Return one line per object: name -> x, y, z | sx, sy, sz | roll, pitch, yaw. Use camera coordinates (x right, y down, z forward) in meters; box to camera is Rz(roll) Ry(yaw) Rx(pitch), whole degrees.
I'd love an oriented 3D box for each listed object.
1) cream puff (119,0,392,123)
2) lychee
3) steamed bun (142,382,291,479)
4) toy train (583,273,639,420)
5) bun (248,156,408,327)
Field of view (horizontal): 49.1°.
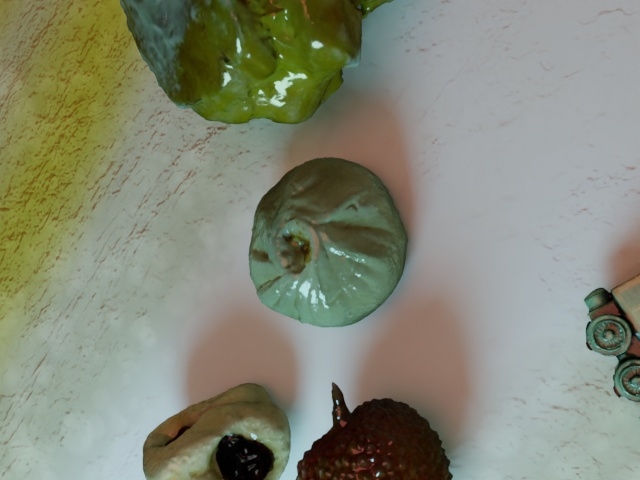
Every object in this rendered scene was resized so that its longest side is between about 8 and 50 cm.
cream puff -> -0.056, -0.316, 0.774 | 0.378, 0.275, 0.378 | 30, 131, 41
lychee -> 0.050, 0.239, 0.724 | 0.165, 0.165, 0.197 | -36, 88, 19
steamed bun -> -0.109, 0.243, 0.818 | 0.155, 0.172, 0.141 | -45, 108, -10
toy train -> 0.324, 0.108, 0.647 | 0.118, 0.074, 0.176 | -36, 71, 20
bun -> 0.000, 0.000, 0.791 | 0.195, 0.118, 0.196 | -4, 81, 27
